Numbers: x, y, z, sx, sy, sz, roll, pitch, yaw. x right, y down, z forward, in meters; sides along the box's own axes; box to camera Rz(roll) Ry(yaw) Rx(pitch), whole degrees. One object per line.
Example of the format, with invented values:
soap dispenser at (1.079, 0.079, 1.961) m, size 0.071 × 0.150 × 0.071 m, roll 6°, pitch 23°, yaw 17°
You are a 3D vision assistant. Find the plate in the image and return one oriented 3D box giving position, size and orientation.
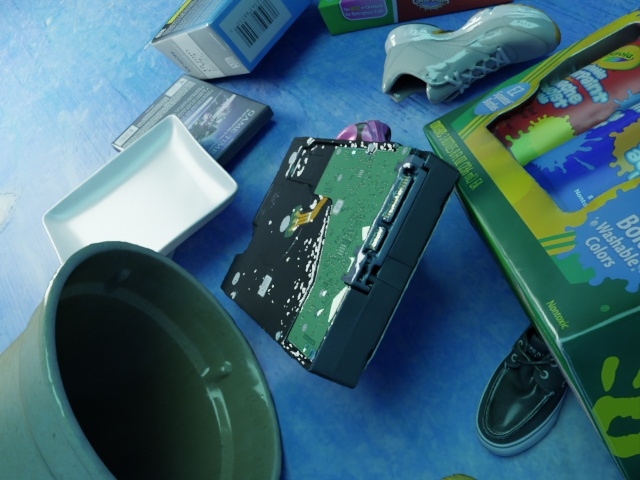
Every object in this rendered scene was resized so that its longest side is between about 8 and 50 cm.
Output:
plate at (-0.275, -0.045, 1.009) m, size 0.278 × 0.045 × 0.277 m, roll -40°, pitch 46°, yaw -5°

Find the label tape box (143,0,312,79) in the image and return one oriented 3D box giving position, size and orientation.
label tape box at (-0.164, -0.421, 1.222) m, size 0.249 × 0.115 × 0.347 m, roll -53°, pitch 29°, yaw -14°

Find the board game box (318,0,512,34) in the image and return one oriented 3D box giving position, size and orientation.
board game box at (0.172, -0.483, 1.136) m, size 0.316 × 0.064 × 0.242 m, roll -3°, pitch 57°, yaw 26°

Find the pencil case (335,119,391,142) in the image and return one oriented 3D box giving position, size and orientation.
pencil case at (0.069, -0.069, 0.879) m, size 0.095 × 0.098 × 0.209 m, roll -2°, pitch 54°, yaw -8°

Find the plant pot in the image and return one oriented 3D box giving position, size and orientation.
plant pot at (-0.263, 0.221, 0.733) m, size 0.305 × 0.334 × 0.334 m, roll -33°, pitch 48°, yaw 18°

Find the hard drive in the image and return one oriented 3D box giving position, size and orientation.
hard drive at (0.000, 0.000, 0.763) m, size 0.237 × 0.064 × 0.339 m, roll -64°, pitch 24°, yaw -2°

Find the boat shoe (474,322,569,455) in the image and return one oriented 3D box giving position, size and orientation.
boat shoe at (0.234, 0.115, 0.678) m, size 0.228 × 0.076 × 0.080 m, roll -45°, pitch 49°, yaw -8°

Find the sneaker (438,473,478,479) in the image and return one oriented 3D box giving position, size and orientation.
sneaker at (0.051, 0.335, 0.583) m, size 0.296 × 0.112 × 0.131 m, roll -32°, pitch 51°, yaw -5°

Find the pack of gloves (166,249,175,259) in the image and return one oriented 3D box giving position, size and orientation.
pack of gloves at (-0.284, -0.018, 1.073) m, size 0.195 × 0.046 × 0.232 m, roll -4°, pitch 46°, yaw 24°

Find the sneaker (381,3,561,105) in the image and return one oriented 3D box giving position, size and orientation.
sneaker at (0.206, -0.248, 0.947) m, size 0.262 × 0.099 × 0.121 m, roll 0°, pitch 65°, yaw 36°

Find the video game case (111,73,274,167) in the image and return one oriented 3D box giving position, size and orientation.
video game case at (-0.229, -0.191, 1.152) m, size 0.274 × 0.026 × 0.196 m, roll 30°, pitch 72°, yaw 41°

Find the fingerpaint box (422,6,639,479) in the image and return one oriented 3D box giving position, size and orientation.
fingerpaint box at (0.323, -0.066, 0.587) m, size 0.371 × 0.163 × 0.445 m, roll -28°, pitch 25°, yaw 11°
